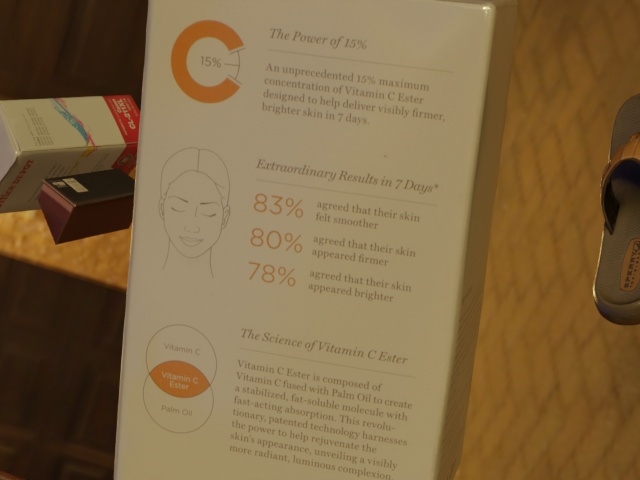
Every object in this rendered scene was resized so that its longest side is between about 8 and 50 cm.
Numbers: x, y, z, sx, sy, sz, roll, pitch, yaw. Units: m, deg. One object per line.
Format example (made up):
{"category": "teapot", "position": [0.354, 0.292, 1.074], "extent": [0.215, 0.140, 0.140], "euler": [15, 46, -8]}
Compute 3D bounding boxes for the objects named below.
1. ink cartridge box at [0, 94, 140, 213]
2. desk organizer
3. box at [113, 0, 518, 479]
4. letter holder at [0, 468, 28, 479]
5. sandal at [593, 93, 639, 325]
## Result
{"category": "ink cartridge box", "position": [-0.296, -0.096, 1.484], "extent": [0.127, 0.175, 0.072], "euler": [-43, 65, 41]}
{"category": "desk organizer", "position": [-0.238, -0.036, 1.374], "extent": [0.050, 0.047, 0.130], "euler": [-60, -19, 21]}
{"category": "box", "position": [0.000, 0.000, 0.895], "extent": [0.168, 0.215, 0.345], "euler": [-37, -45, -73]}
{"category": "letter holder", "position": [-0.158, 0.287, 0.773], "extent": [0.214, 0.302, 0.152], "euler": [-47, 36, 1]}
{"category": "sandal", "position": [0.262, -0.036, 1.112], "extent": [0.090, 0.060, 0.219], "euler": [-3, 59, 41]}
